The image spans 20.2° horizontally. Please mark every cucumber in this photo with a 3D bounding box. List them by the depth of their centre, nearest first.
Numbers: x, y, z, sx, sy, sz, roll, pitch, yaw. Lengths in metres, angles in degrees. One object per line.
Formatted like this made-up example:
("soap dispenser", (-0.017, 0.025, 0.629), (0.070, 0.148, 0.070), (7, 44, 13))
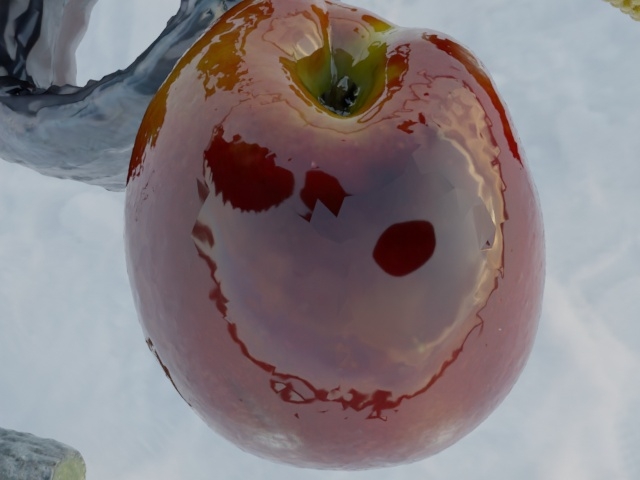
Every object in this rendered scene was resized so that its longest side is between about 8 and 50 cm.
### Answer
("cucumber", (-0.230, 0.171, 1.330), (0.112, 0.064, 0.064), (9, 87, 29))

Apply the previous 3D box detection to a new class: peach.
("peach", (0.000, 0.000, 0.891), (0.199, 0.243, 0.243), (-17, 93, -26))

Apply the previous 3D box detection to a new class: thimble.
("thimble", (-0.114, -0.145, 1.070), (0.236, 0.172, 0.205), (-34, 73, 15))

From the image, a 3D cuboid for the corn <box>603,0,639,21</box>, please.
("corn", (0.165, -0.163, 0.943), (0.248, 0.081, 0.081), (32, 83, -7))
